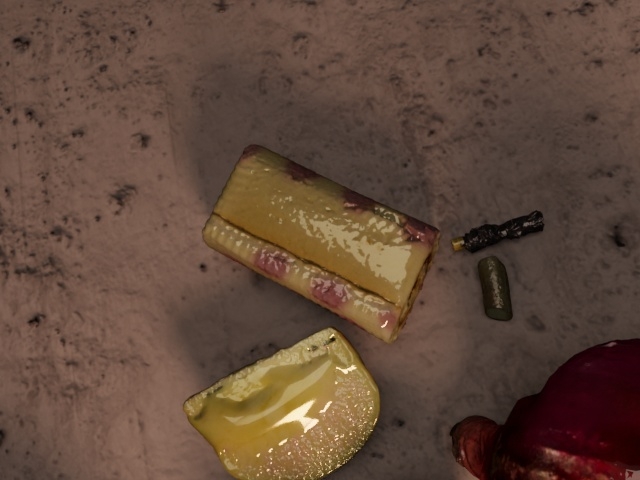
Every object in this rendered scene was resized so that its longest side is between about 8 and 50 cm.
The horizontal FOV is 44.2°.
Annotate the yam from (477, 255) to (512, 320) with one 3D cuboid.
[{"bbox_3d":[0.263,0.073,1.187,0.043,0.043,0.094,-6,72,9],"label":"yam"}]

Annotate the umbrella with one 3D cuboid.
[{"bbox_3d":[0.272,-0.011,1.212,0.143,0.040,0.037,-17,80,7],"label":"umbrella"}]

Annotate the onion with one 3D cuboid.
[{"bbox_3d":[0.318,0.306,0.971,0.420,0.398,0.398,8,74,40],"label":"onion"}]

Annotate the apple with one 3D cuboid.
[{"bbox_3d":[-0.039,0.256,1.155,0.265,0.120,0.193,-28,83,4],"label":"apple"}]

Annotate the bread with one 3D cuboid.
[{"bbox_3d":[0.000,0.000,1.200,0.338,0.155,0.187,26,88,14],"label":"bread"}]
